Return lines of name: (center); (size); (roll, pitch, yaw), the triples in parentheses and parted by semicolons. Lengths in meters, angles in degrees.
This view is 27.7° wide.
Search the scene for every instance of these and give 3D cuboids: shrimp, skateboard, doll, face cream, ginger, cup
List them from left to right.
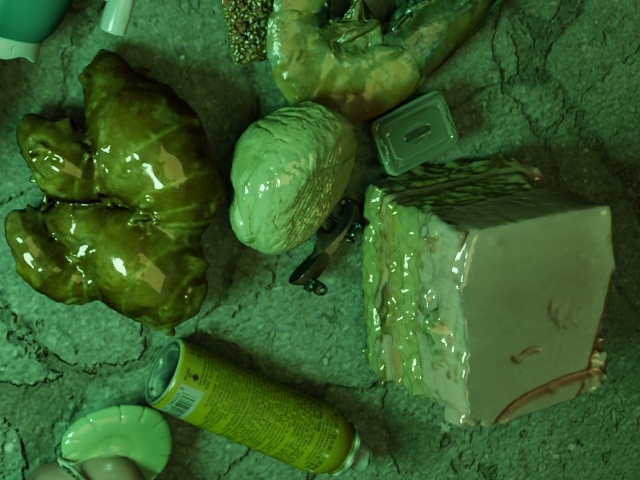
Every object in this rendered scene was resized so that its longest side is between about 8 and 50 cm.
cup: (-0.372, -0.315, 1.576); (0.299, 0.167, 0.173); (20, 105, 2)
doll: (-0.298, 0.376, 1.733); (0.268, 0.216, 0.284); (-18, 106, -23)
ginger: (-0.261, -0.062, 1.687); (0.274, 0.152, 0.358); (9, 98, -3)
face cream: (-0.075, 0.251, 1.850); (0.348, 0.105, 0.105); (27, 92, -24)
skateboard: (0.000, 0.000, 1.852); (0.080, 0.067, 0.151); (32, 84, -15)
shrimp: (0.113, -0.347, 1.791); (0.445, 0.085, 0.272); (-35, 118, -9)

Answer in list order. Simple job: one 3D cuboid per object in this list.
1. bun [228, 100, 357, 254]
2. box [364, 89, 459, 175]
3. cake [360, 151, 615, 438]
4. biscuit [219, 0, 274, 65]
bun: (-0.052, -0.086, 1.738); (0.134, 0.220, 0.220); (33, 89, 17)
box: (0.127, -0.157, 1.858); (0.122, 0.062, 0.089); (-27, 111, -13)
cake: (0.228, 0.060, 1.815); (0.293, 0.307, 0.314); (-13, 107, -20)
biscuit: (-0.083, -0.359, 1.749); (0.131, 0.025, 0.231); (-19, 109, -17)
